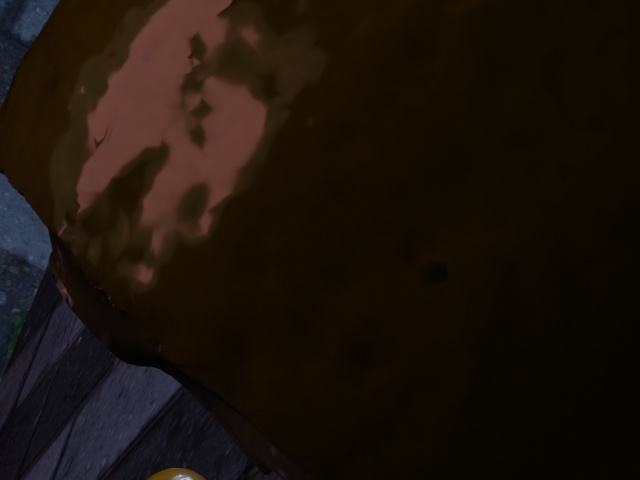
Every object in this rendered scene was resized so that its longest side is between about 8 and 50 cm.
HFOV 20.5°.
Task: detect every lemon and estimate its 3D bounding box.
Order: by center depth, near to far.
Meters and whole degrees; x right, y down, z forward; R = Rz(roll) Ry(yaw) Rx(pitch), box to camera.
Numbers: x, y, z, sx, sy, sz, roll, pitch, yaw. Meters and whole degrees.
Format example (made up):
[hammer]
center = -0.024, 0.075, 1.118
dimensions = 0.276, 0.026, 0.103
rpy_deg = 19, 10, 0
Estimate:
[lemon]
center = 0.075, -0.044, 0.716
dimensions = 0.364, 0.364, 0.364
rpy_deg = -56, 15, 24

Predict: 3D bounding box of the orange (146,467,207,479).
[orange]
center = -0.120, 0.225, 1.440
dimensions = 0.083, 0.070, 0.083
rpy_deg = -157, 90, -78
